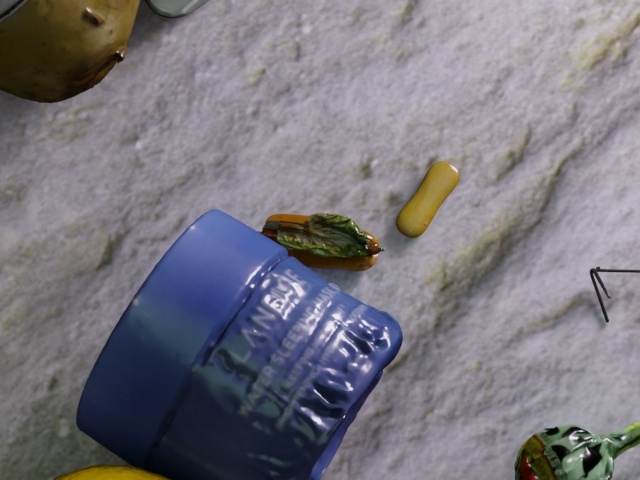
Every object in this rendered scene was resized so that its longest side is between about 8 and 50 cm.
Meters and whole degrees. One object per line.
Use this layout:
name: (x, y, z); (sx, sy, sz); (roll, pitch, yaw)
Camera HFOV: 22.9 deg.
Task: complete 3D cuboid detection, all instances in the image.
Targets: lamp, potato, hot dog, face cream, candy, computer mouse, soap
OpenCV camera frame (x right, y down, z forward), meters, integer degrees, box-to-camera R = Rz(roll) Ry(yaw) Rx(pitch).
lamp: (0.335, 0.039, 1.582); (0.121, 0.041, 0.054); (-13, 70, -3)
potato: (-0.302, -0.268, 1.608); (0.246, 0.196, 0.300); (-42, 51, 7)
hot dog: (0.000, 0.000, 1.599); (0.133, 0.041, 0.056); (8, 79, 4)
face cream: (-0.068, 0.129, 1.471); (0.225, 0.249, 0.249); (31, 81, 5)
candy: (0.329, 0.186, 1.538); (0.305, 0.083, 0.091); (-22, 76, -10)
computer mouse: (-0.136, -0.271, 1.669); (0.110, 0.032, 0.056); (-35, 80, -15)
soap: (0.110, -0.042, 1.618); (0.034, 0.012, 0.089); (34, 81, 9)

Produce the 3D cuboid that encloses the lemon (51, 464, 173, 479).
lemon: (-0.175, 0.308, 1.359); (0.228, 0.228, 0.253); (-44, 77, -7)
